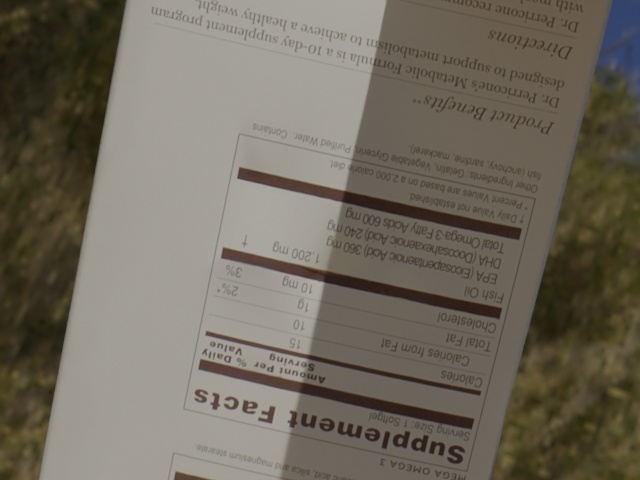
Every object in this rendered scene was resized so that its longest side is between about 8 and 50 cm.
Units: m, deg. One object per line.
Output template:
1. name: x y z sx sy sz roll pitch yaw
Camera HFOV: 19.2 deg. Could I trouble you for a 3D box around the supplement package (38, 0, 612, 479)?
1. supplement package: 0.000 0.000 0.600 0.134 0.244 0.139 13 15 2
